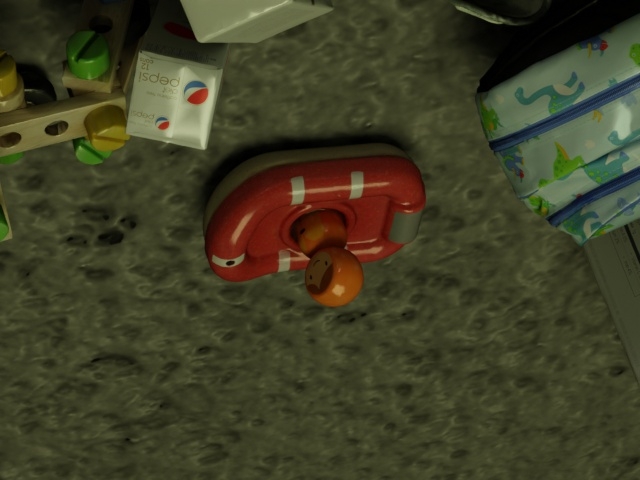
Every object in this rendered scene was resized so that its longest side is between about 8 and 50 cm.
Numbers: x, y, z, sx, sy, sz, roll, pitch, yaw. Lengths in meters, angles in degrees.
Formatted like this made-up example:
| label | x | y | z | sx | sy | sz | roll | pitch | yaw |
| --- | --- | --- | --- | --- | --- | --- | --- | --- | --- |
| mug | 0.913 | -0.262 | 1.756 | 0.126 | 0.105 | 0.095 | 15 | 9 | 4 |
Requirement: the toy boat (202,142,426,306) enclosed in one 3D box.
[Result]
| label | x | y | z | sx | sy | sz | roll | pitch | yaw |
| --- | --- | --- | --- | --- | --- | --- | --- | --- | --- |
| toy boat | 0.000 | 0.000 | 1.815 | 0.231 | 0.151 | 0.151 | -6 | 143 | -13 |

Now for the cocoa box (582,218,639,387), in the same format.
| label | x | y | z | sx | sy | sz | roll | pitch | yaw |
| --- | --- | --- | --- | --- | --- | --- | --- | --- | --- |
| cocoa box | 0.485 | 0.103 | 2.072 | 0.228 | 0.231 | 0.347 | -27 | 143 | 14 |

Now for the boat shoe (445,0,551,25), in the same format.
| label | x | y | z | sx | sy | sz | roll | pitch | yaw |
| --- | --- | --- | --- | --- | --- | --- | --- | --- | --- |
| boat shoe | 0.093 | -0.254 | 1.515 | 0.113 | 0.105 | 0.306 | -39 | 147 | 17 |

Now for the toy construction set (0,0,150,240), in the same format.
| label | x | y | z | sx | sy | sz | roll | pitch | yaw |
| --- | --- | --- | --- | --- | --- | --- | --- | --- | --- |
| toy construction set | -0.230 | -0.131 | 1.477 | 0.257 | 0.237 | 0.309 | 7 | 138 | -29 |

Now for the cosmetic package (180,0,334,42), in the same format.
| label | x | y | z | sx | sy | sz | roll | pitch | yaw |
| --- | --- | --- | --- | --- | --- | --- | --- | --- | --- |
| cosmetic package | -0.059 | -0.222 | 1.428 | 0.085 | 0.117 | 0.231 | -22 | -176 | 12 |

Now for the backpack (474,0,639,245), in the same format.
| label | x | y | z | sx | sy | sz | roll | pitch | yaw |
| --- | --- | --- | --- | --- | --- | --- | --- | --- | --- |
| backpack | 0.313 | -0.153 | 1.639 | 0.355 | 0.290 | 0.273 | -13 | 105 | 16 |

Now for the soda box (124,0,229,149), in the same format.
| label | x | y | z | sx | sy | sz | roll | pitch | yaw |
| --- | --- | --- | --- | --- | --- | --- | --- | --- | --- |
| soda box | -0.112 | -0.149 | 1.506 | 0.069 | 0.216 | 0.074 | 12 | 112 | -3 |
